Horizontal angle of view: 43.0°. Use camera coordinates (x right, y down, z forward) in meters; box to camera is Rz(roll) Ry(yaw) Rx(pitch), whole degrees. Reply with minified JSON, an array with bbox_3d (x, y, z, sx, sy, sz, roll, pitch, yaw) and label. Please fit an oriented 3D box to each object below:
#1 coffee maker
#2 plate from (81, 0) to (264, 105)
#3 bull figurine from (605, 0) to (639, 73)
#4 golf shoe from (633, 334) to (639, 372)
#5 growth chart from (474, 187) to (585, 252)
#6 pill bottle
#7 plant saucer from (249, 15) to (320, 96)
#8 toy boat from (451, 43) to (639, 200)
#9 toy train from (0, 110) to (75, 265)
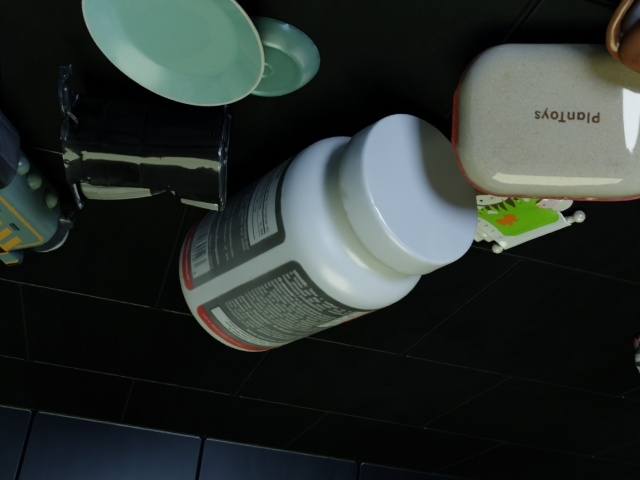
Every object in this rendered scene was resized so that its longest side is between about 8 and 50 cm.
[{"bbox_3d":[-0.190,-0.106,0.912,0.178,0.120,0.171,2,162,-3],"label":"coffee maker"},{"bbox_3d":[-0.142,-0.205,0.799,0.188,0.024,0.188,12,149,8],"label":"plate"},{"bbox_3d":[0.405,-0.187,0.668,0.310,0.101,0.188,1,149,4],"label":"bull figurine"},{"bbox_3d":[0.634,0.196,1.385,0.186,0.086,0.067,-16,144,34],"label":"golf shoe"},{"bbox_3d":[0.215,-0.044,1.072,0.237,0.021,0.172,20,149,-26],"label":"growth chart"},{"bbox_3d":[0.000,0.000,0.992,0.210,0.210,0.363,24,148,-31],"label":"pill bottle"},{"bbox_3d":[-0.061,-0.185,0.850,0.119,0.021,0.119,5,153,3],"label":"plant saucer"},{"bbox_3d":[0.250,-0.116,0.828,0.231,0.151,0.151,3,-177,7],"label":"toy boat"},{"bbox_3d":[-0.453,-0.069,1.046,0.190,0.142,0.334,-7,152,5],"label":"toy train"}]
